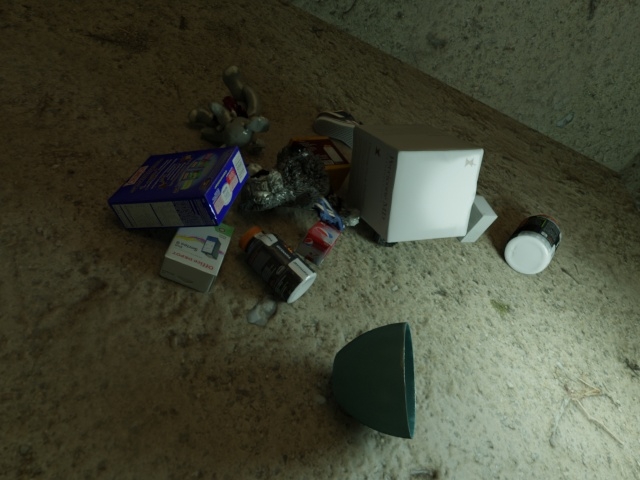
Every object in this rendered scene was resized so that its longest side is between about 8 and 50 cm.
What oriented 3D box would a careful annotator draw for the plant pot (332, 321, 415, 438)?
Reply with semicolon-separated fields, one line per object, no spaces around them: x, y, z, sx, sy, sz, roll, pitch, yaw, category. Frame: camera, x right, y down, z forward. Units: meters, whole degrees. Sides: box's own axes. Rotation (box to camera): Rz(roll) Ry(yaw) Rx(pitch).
0.140;0.365;1.253;0.195;0.290;0.290;-4;40;15;plant pot

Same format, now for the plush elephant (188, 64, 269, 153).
-0.324;-0.434;1.747;0.330;0.272;0.255;49;11;-15;plush elephant

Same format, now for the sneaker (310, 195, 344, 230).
0.024;-0.083;1.626;0.059;0.053;0.144;-41;88;-22;sneaker

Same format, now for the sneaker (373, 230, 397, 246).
0.280;-0.061;1.889;0.124;0.107;0.283;32;36;33;sneaker

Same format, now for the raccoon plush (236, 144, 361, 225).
-0.070;-0.136;1.660;0.446;0.216;0.299;33;54;-3;raccoon plush

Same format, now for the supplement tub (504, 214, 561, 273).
0.964;0.005;2.139;0.193;0.193;0.316;42;42;13;supplement tub

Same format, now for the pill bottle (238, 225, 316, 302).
-0.140;0.066;1.458;0.246;0.130;0.130;43;42;13;pill bottle

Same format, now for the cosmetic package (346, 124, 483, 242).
0.324;-0.228;1.749;0.327;0.329;0.393;-4;26;-18;cosmetic package

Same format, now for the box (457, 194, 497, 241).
0.658;-0.094;2.071;0.091;0.170;0.130;1;50;-31;box

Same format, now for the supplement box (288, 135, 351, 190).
-0.019;-0.307;1.908;0.191;0.129;0.194;-12;56;-38;supplement box

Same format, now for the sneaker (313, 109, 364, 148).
0.134;-0.523;2.223;0.321;0.126;0.127;23;47;-7;sneaker

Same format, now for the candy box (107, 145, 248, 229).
-0.412;-0.156;1.411;0.317;0.122;0.268;-1;39;17;candy box

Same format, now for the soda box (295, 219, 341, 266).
0.000;0.000;1.569;0.092;0.083;0.263;32;15;2;soda box

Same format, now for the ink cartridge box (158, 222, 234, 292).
-0.359;0.029;1.393;0.154;0.093;0.212;23;42;-11;ink cartridge box
